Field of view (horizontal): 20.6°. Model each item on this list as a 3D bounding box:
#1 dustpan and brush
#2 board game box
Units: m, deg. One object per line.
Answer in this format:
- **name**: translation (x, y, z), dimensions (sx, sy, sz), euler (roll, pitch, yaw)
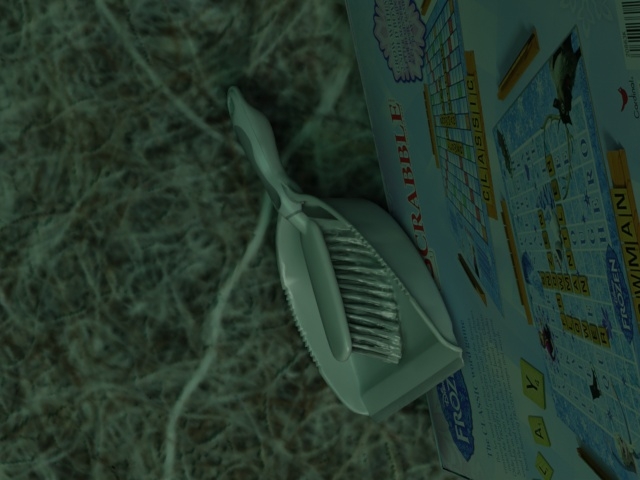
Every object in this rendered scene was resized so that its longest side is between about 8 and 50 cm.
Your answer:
- **dustpan and brush**: translation (0.000, 0.000, 1.046), dimensions (0.147, 0.060, 0.211), euler (-45, 61, 61)
- **board game box**: translation (0.132, -0.006, 0.905), dimensions (0.066, 0.318, 0.318), euler (-16, 102, -23)
